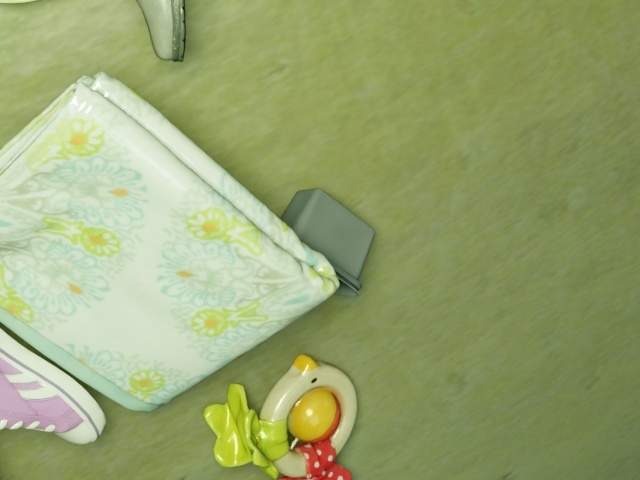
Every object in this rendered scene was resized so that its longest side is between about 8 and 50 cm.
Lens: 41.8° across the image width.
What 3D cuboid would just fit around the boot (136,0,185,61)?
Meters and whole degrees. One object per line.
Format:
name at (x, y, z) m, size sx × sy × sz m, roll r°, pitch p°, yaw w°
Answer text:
boot at (-0.227, -0.288, 0.828) m, size 0.161 × 0.083 × 0.247 m, roll -13°, pitch 111°, yaw -6°

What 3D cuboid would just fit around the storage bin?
storage bin at (0.000, 0.000, 1.066) m, size 0.135 × 0.098 × 0.091 m, roll 36°, pitch 70°, yaw -28°

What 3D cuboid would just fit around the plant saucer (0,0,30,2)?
plant saucer at (-0.317, -0.358, 0.821) m, size 0.241 × 0.037 × 0.241 m, roll -7°, pitch 114°, yaw -16°

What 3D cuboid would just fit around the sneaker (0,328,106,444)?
sneaker at (-0.386, 0.196, 0.962) m, size 0.282 × 0.102 × 0.161 m, roll 45°, pitch 52°, yaw -30°

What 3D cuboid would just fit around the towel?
towel at (-0.217, 0.025, 0.928) m, size 0.320 × 0.090 × 0.374 m, roll -32°, pitch 123°, yaw 27°

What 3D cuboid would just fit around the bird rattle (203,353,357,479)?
bird rattle at (-0.020, 0.272, 1.158) m, size 0.253 × 0.143 × 0.207 m, roll 39°, pitch 80°, yaw -32°
